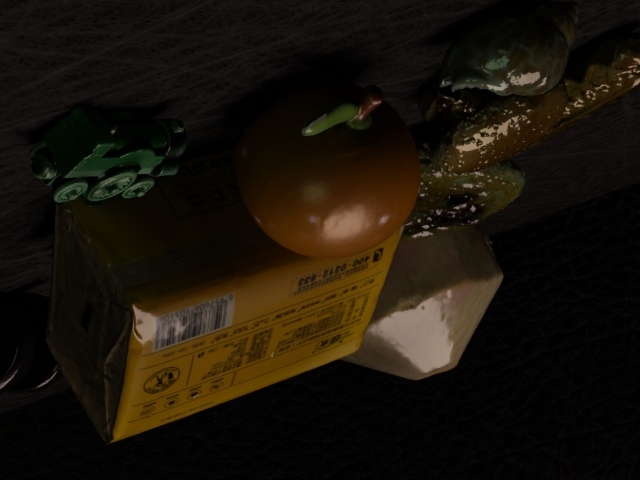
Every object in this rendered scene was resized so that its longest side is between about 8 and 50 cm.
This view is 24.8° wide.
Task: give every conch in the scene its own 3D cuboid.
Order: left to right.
[{"bbox_3d":[0.216,-0.214,1.655,0.173,0.105,0.116,-8,-179,6],"label":"conch"}]

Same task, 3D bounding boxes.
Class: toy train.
[{"bbox_3d":[-0.210,-0.090,1.465,0.105,0.071,0.178,-39,163,29],"label":"toy train"}]

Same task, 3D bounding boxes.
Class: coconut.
[{"bbox_3d":[0.138,0.075,2.519,0.353,0.352,0.352,-21,172,-3],"label":"coconut"}]

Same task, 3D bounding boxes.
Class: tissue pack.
[{"bbox_3d":[-0.128,0.048,1.812,0.382,0.228,0.293,-17,144,-28],"label":"tissue pack"}]

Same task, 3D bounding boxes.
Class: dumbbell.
[{"bbox_3d":[-0.456,0.146,2.081,0.153,0.152,0.218,-23,173,8],"label":"dumbbell"}]

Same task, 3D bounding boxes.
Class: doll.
[{"bbox_3d":[0.021,-0.095,1.618,0.213,0.213,0.236,-17,157,-31],"label":"doll"}]

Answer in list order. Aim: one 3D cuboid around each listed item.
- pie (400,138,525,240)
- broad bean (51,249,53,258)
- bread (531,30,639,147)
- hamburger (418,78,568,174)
[{"bbox_3d":[0.158,-0.067,2.231,0.323,0.070,0.323,-5,155,-2],"label":"pie"},{"bbox_3d":[-0.326,0.016,1.947,0.083,0.045,0.063,-34,169,26],"label":"broad bean"},{"bbox_3d":[0.368,-0.216,2.077,0.269,0.098,0.087,-30,-150,44],"label":"bread"},{"bbox_3d":[0.235,-0.171,1.899,0.215,0.122,0.189,-22,170,-17],"label":"hamburger"}]
